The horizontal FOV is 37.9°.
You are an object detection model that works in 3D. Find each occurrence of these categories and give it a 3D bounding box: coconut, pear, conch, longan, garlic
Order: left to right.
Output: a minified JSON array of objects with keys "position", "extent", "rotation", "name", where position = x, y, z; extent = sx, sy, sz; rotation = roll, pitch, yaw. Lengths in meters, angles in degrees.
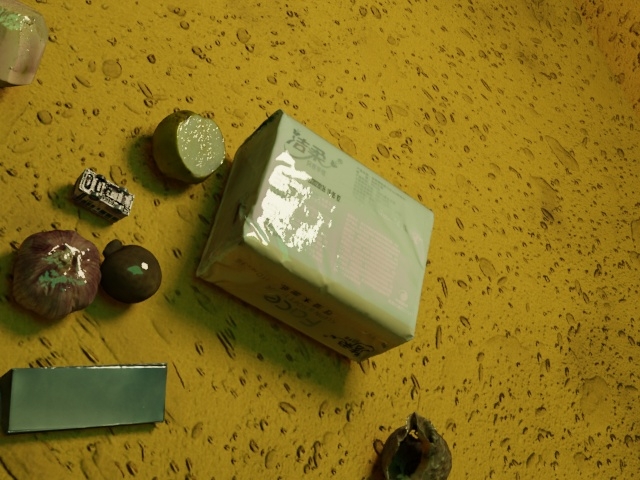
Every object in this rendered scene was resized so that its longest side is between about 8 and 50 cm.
[{"position":[-0.545,-0.330,1.575],"extent":[0.147,0.152,0.147],"rotation":[26,14,-7],"name":"coconut"},{"position":[-0.423,0.050,1.505],"extent":[0.147,0.102,0.159],"rotation":[48,47,-11],"name":"garlic"},{"position":[-0.328,0.051,1.588],"extent":[0.106,0.106,0.119],"rotation":[-33,86,-45],"name":"longan"},{"position":[-0.259,-0.175,1.763],"extent":[0.141,0.104,0.141],"rotation":[-2,92,-48],"name":"pear"},{"position":[0.182,0.417,1.796],"extent":[0.130,0.207,0.155],"rotation":[17,50,22],"name":"conch"}]

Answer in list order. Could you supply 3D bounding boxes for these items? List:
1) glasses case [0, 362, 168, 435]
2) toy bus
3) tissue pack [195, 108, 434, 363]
[{"position":[-0.376,0.247,1.487],"extent":[0.266,0.056,0.105],"rotation":[4,90,-39],"name":"glasses case"},{"position":[-0.385,-0.078,1.634],"extent":[0.102,0.058,0.052],"rotation":[31,50,-31],"name":"toy bus"},{"position":[0.000,0.000,1.815],"extent":[0.405,0.205,0.331],"rotation":[31,51,-24],"name":"tissue pack"}]
